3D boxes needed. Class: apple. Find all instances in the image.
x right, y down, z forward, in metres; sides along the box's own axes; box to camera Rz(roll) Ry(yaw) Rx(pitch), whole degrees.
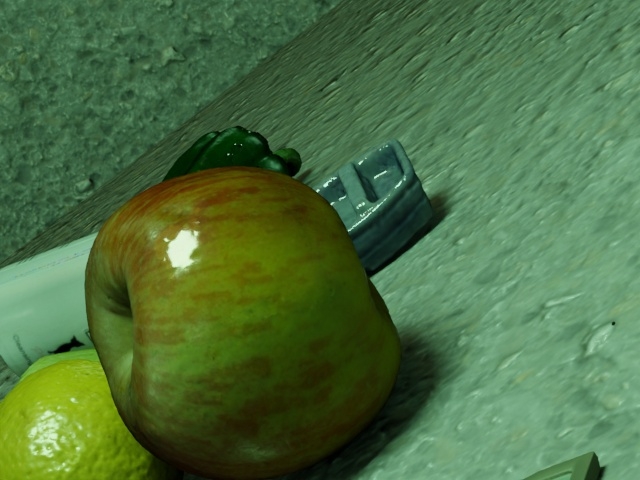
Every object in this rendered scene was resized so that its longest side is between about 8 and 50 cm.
[{"bbox_3d":[-0.061,0.073,1.486,0.301,0.301,0.301,-35,15,11],"label":"apple"}]

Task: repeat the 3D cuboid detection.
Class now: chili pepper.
[{"bbox_3d":[-0.122,-0.083,2.336,0.261,0.165,0.174,-48,6,-40],"label":"chili pepper"}]

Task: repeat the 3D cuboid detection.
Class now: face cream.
[{"bbox_3d":[-0.189,0.043,1.839,0.369,0.145,0.145,-20,20,20],"label":"face cream"}]

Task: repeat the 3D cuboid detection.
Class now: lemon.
[{"bbox_3d":[-0.235,0.222,1.601,0.204,0.204,0.260,-31,25,25],"label":"lemon"}]

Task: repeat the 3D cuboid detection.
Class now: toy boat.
[{"bbox_3d":[0.000,0.000,1.871,0.283,0.078,0.127,-37,35,12],"label":"toy boat"}]

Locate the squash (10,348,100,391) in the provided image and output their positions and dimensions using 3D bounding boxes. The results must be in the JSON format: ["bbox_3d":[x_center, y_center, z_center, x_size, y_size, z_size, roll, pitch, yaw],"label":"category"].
[{"bbox_3d":[-0.240,0.193,1.792,0.237,0.155,0.204,74,-151,-65],"label":"squash"}]

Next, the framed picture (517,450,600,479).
[{"bbox_3d":[0.056,0.262,1.143,0.289,0.016,0.213,-28,18,35],"label":"framed picture"}]
